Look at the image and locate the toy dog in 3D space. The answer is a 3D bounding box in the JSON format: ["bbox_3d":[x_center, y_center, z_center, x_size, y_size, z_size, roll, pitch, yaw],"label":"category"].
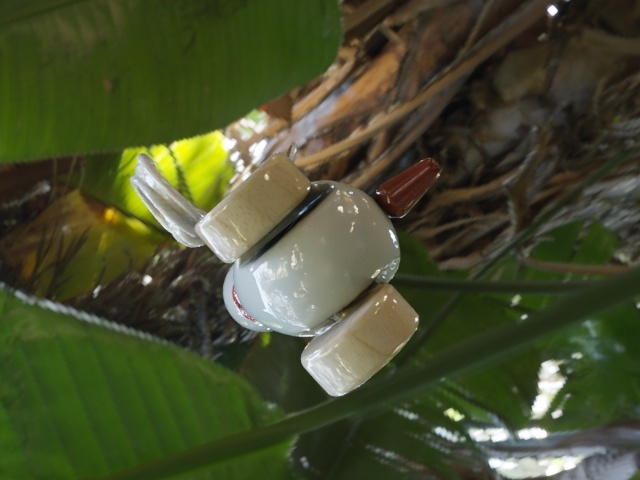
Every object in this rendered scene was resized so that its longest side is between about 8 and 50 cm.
[{"bbox_3d":[0.000,0.000,0.918,0.161,0.334,0.220,-38,-67,-10],"label":"toy dog"}]
